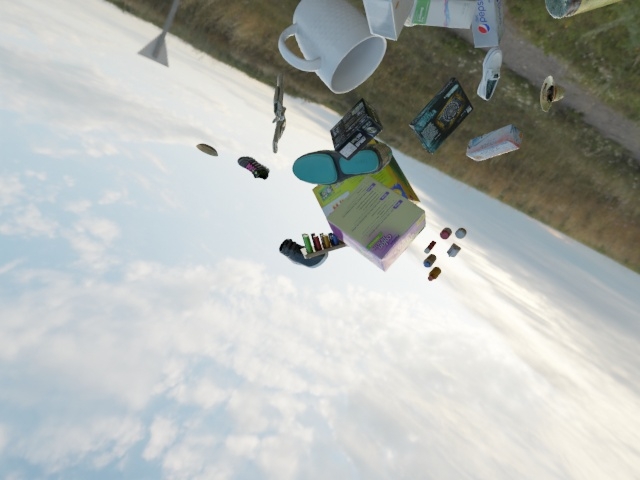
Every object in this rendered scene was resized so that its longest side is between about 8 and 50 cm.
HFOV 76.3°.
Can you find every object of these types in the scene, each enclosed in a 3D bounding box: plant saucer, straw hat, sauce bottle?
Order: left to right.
[{"bbox_3d":[-0.400,-0.325,1.448,0.084,0.015,0.083,19,170,3],"label":"plant saucer"},{"bbox_3d":[0.924,-0.580,1.606,0.061,0.144,0.144,1,-165,9],"label":"straw hat"},{"bbox_3d":[0.771,-0.676,1.055,0.345,0.111,0.111,-16,-156,-1],"label":"sauce bottle"}]

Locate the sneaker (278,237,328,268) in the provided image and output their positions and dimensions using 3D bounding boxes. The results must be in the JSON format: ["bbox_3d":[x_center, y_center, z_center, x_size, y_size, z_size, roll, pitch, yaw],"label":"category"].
[{"bbox_3d":[-0.096,0.057,1.984,0.147,0.104,0.296,37,157,-33],"label":"sneaker"}]

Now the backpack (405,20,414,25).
[{"bbox_3d":[0.329,-0.929,1.557,0.188,0.165,0.144,41,-170,8],"label":"backpack"}]

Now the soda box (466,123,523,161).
[{"bbox_3d":[0.577,-0.322,1.360,0.058,0.062,0.183,22,168,-22],"label":"soda box"}]

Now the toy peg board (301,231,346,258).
[{"bbox_3d":[0.000,0.000,1.590,0.161,0.079,0.161,-17,-170,-6],"label":"toy peg board"}]

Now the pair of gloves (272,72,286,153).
[{"bbox_3d":[-0.152,-0.474,1.540,0.042,0.240,0.204,6,-127,-2],"label":"pair of gloves"}]

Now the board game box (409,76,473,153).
[{"bbox_3d":[0.360,-0.368,1.208,0.126,0.186,0.026,41,-178,-36],"label":"board game box"}]

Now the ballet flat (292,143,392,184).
[{"bbox_3d":[0.104,-0.347,1.832,0.483,0.163,0.182,-2,-160,37],"label":"ballet flat"}]

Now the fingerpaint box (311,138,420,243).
[{"bbox_3d":[0.225,-0.232,2.106,0.163,0.445,0.370,1,-123,-54],"label":"fingerpaint box"}]

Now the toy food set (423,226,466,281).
[{"bbox_3d":[0.473,0.045,1.600,0.111,0.232,0.105,38,-150,15],"label":"toy food set"}]

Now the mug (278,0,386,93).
[{"bbox_3d":[0.014,-0.780,1.594,0.374,0.276,0.328,-32,-103,-23],"label":"mug"}]

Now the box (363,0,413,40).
[{"bbox_3d":[0.197,-0.690,1.166,0.091,0.130,0.170,24,177,18],"label":"box"}]

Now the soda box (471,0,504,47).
[{"bbox_3d":[0.642,-0.897,1.577,0.098,0.091,0.286,15,160,35],"label":"soda box"}]

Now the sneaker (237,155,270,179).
[{"bbox_3d":[-0.306,-0.331,1.886,0.171,0.063,0.074,25,-147,-34],"label":"sneaker"}]

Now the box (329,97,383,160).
[{"bbox_3d":[0.129,-0.411,1.515,0.078,0.180,0.147,30,-147,-33],"label":"box"}]

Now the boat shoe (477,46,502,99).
[{"bbox_3d":[0.772,-0.742,1.823,0.083,0.226,0.075,-12,-133,-5],"label":"boat shoe"}]

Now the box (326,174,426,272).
[{"bbox_3d":[0.185,-0.058,1.347,0.243,0.213,0.117,37,169,28],"label":"box"}]

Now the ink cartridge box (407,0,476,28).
[{"bbox_3d":[0.412,-0.812,1.433,0.213,0.093,0.154,-1,-143,-6],"label":"ink cartridge box"}]
